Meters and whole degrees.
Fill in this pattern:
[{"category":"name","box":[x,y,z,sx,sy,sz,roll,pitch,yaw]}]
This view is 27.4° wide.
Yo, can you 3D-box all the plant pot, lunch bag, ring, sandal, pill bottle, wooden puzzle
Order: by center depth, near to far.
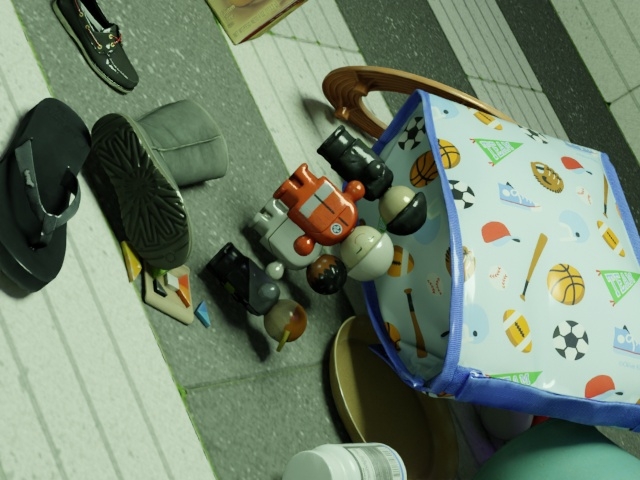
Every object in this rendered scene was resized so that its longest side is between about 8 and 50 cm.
[{"category":"sandal","box":[-0.267,-0.059,1.256,0.097,0.054,0.255,40,32,-31]},{"category":"wooden puzzle","box":[-0.159,0.045,1.371,0.116,0.014,0.079,28,40,-44]},{"category":"pill bottle","box":[0.025,0.253,1.385,0.137,0.078,0.078,11,53,-54]},{"category":"plant pot","box":[0.316,0.361,1.581,0.271,0.272,0.255,16,33,-52]},{"category":"plant pot","box":[0.084,0.202,1.585,0.236,0.032,0.236,38,34,-32]},{"category":"lunch bag","box":[0.225,0.053,1.606,0.327,0.239,0.386,12,44,-27]},{"category":"ring","box":[0.155,-0.149,1.821,0.336,0.336,0.032,33,75,-39]}]

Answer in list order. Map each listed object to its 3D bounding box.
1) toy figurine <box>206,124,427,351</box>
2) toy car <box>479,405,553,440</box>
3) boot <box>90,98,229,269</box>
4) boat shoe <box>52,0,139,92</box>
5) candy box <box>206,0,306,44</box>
[{"category":"toy figurine","box":[0.000,0.000,1.463,0.148,0.209,0.213,43,28,-2]},{"category":"toy car","box":[0.317,0.252,1.798,0.159,0.136,0.182,-6,67,-60]},{"category":"boot","box":[-0.156,-0.067,1.432,0.208,0.076,0.190,-13,82,-75]},{"category":"boat shoe","box":[-0.247,-0.227,1.480,0.133,0.042,0.049,55,25,-9]},{"category":"candy box","box":[-0.118,-0.447,1.760,0.316,0.183,0.087,57,27,-2]}]
